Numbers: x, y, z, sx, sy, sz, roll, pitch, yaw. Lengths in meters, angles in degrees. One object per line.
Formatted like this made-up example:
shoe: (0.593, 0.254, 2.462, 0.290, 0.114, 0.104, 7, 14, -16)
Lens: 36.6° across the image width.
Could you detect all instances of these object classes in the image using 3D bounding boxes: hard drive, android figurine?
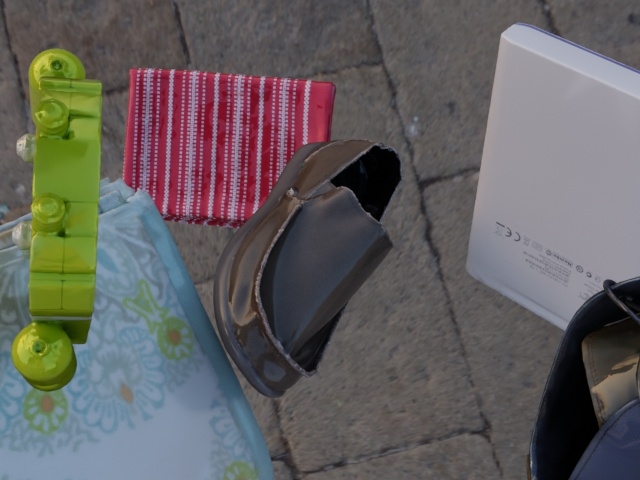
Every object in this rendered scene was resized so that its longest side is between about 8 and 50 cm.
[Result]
hard drive: (0.256, -0.039, 0.976, 0.210, 0.318, 0.040, 32, 52, 28)
android figurine: (-0.193, -0.017, 0.714, 0.056, 0.273, 0.248, 2, 77, -13)

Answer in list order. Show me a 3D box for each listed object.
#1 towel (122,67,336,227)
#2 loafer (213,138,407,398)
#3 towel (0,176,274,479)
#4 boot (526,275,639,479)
towel: (-0.119, -0.115, 1.237, 0.275, 0.031, 0.198, 5, 92, 7)
loafer: (0.000, 0.000, 1.003, 0.134, 0.130, 0.365, 51, 37, -29)
towel: (-0.223, 0.155, 0.878, 0.321, 0.090, 0.374, -29, 96, -44)
boot: (0.132, 0.038, 0.288, 0.106, 0.219, 0.082, 0, 50, -1)
